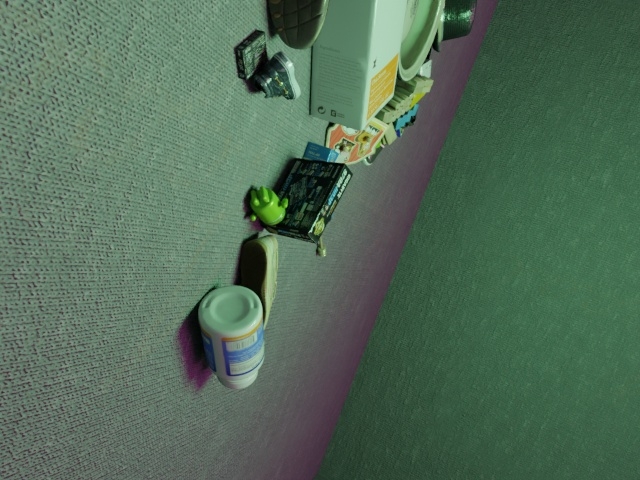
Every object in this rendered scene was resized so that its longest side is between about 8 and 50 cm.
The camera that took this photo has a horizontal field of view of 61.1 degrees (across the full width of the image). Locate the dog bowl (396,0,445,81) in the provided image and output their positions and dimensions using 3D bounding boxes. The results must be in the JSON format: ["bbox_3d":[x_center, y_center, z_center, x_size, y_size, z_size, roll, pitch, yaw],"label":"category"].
[{"bbox_3d":[0.243,-0.691,1.607,0.408,0.150,0.408,-54,156,-37],"label":"dog bowl"}]

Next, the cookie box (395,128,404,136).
[{"bbox_3d":[0.263,-0.441,2.037,0.107,0.092,0.040,57,54,-68],"label":"cookie box"}]

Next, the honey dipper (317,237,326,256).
[{"bbox_3d":[0.000,0.000,1.886,0.030,0.031,0.160,-58,157,-30],"label":"honey dipper"}]

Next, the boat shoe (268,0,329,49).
[{"bbox_3d":[-0.014,-0.557,1.057,0.130,0.132,0.355,-48,154,-46],"label":"boat shoe"}]

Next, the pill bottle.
[{"bbox_3d":[-0.216,0.253,1.358,0.152,0.152,0.272,-53,157,-40],"label":"pill bottle"}]

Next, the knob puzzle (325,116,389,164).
[{"bbox_3d":[0.098,-0.299,1.657,0.213,0.030,0.213,-15,135,-15],"label":"knob puzzle"}]

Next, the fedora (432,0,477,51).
[{"bbox_3d":[0.487,-0.862,1.971,0.334,0.153,0.333,3,90,-78],"label":"fedora"}]

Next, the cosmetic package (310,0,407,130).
[{"bbox_3d":[0.101,-0.537,1.359,0.230,0.162,0.453,-52,155,-41],"label":"cosmetic package"}]

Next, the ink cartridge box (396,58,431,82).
[{"bbox_3d":[0.291,-0.579,1.850,0.109,0.151,0.063,-45,138,-49],"label":"ink cartridge box"}]

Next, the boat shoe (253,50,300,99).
[{"bbox_3d":[-0.099,-0.340,1.186,0.083,0.065,0.183,-41,171,-3],"label":"boat shoe"}]

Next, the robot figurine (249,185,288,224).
[{"bbox_3d":[-0.130,-0.083,1.340,0.115,0.101,0.067,56,13,-52],"label":"robot figurine"}]

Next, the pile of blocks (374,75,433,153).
[{"bbox_3d":[0.207,-0.415,1.776,0.362,0.113,0.149,-42,146,-8],"label":"pile of blocks"}]

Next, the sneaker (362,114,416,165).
[{"bbox_3d":[0.242,-0.397,1.897,0.104,0.147,0.295,35,73,-47],"label":"sneaker"}]

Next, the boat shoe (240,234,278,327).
[{"bbox_3d":[-0.164,0.131,1.450,0.098,0.109,0.302,-31,134,-60],"label":"boat shoe"}]

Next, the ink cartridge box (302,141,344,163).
[{"bbox_3d":[-0.018,-0.156,1.579,0.231,0.078,0.134,-70,161,4],"label":"ink cartridge box"}]

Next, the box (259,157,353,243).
[{"bbox_3d":[-0.037,-0.109,1.416,0.051,0.175,0.220,46,64,-46],"label":"box"}]

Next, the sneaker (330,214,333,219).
[{"bbox_3d":[0.027,-0.123,1.787,0.059,0.053,0.144,-53,157,-45],"label":"sneaker"}]

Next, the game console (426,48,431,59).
[{"bbox_3d":[0.355,-0.624,2.082,0.361,0.044,0.213,104,-4,-47],"label":"game console"}]

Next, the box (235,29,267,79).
[{"bbox_3d":[-0.137,-0.373,1.090,0.083,0.018,0.067,-56,158,-34],"label":"box"}]
